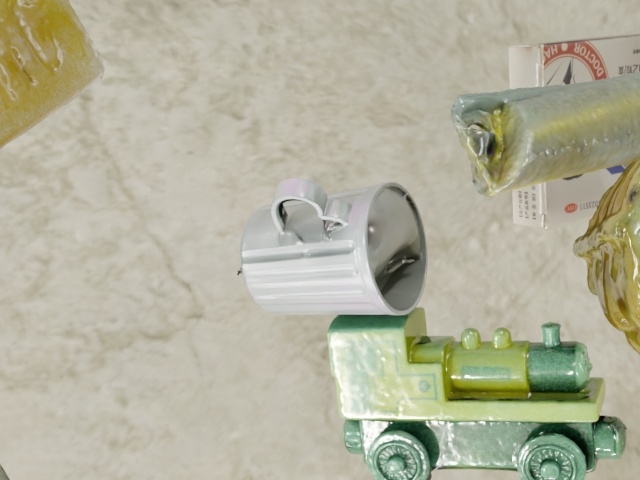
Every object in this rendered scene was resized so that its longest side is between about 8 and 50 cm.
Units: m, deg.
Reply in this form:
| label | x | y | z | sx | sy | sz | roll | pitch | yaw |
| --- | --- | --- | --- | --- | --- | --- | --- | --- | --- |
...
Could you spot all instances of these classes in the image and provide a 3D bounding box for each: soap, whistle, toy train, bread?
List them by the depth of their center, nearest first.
| label | x | y | z | sx | sy | sz | roll | pitch | yaw |
| --- | --- | --- | --- | --- | --- | --- | --- | --- | --- |
| whistle | 0.210 | -0.085 | 0.746 | 0.057 | 0.327 | 0.067 | -39 | 70 | 48 |
| bread | 0.355 | 0.005 | 1.025 | 0.196 | 0.252 | 0.238 | -19 | 76 | 1 |
| soap | -0.362 | -0.180 | 1.132 | 0.080 | 0.257 | 0.160 | -13 | 115 | 40 |
| toy train | 0.200 | 0.201 | 1.371 | 0.369 | 0.150 | 0.237 | -3 | 100 | 20 |

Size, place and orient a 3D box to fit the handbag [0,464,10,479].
| label | x | y | z | sx | sy | sz | roll | pitch | yaw |
| --- | --- | --- | --- | --- | --- | --- | --- | --- | --- |
| handbag | -0.212 | 0.249 | 0.610 | 0.117 | 0.182 | 0.270 | -14 | 99 | 6 |

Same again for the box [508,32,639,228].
| label | x | y | z | sx | sy | sz | roll | pitch | yaw |
| --- | --- | --- | --- | --- | --- | --- | --- | --- | --- |
| box | 0.382 | -0.148 | 1.318 | 0.353 | 0.069 | 0.214 | -10 | 104 | -30 |

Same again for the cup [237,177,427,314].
| label | x | y | z | sx | sy | sz | roll | pitch | yaw |
| --- | --- | --- | --- | --- | --- | --- | --- | --- | --- |
| cup | 0.007 | -0.005 | 1.371 | 0.202 | 0.167 | 0.221 | -6 | 116 | 31 |
